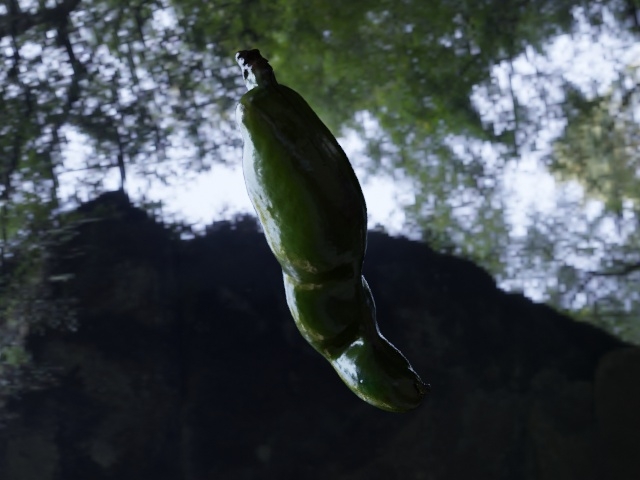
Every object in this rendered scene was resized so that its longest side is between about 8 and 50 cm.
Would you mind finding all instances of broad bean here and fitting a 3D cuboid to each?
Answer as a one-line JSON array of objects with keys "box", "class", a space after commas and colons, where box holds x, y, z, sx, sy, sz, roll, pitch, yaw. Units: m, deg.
[{"box": [0.000, 0.000, 0.643, 0.048, 0.070, 0.213, -42, -62, -33], "class": "broad bean"}]
